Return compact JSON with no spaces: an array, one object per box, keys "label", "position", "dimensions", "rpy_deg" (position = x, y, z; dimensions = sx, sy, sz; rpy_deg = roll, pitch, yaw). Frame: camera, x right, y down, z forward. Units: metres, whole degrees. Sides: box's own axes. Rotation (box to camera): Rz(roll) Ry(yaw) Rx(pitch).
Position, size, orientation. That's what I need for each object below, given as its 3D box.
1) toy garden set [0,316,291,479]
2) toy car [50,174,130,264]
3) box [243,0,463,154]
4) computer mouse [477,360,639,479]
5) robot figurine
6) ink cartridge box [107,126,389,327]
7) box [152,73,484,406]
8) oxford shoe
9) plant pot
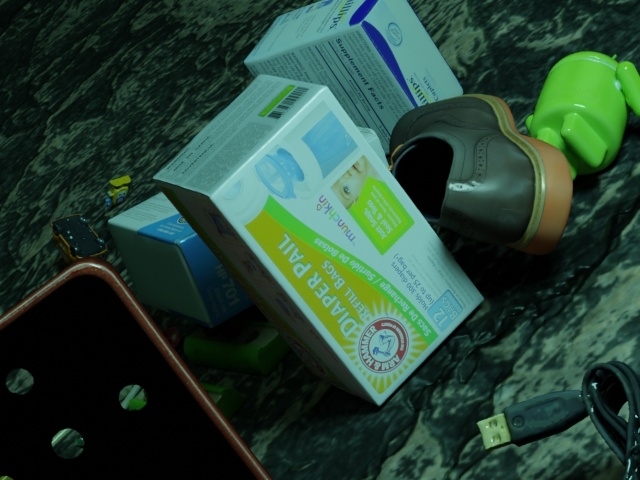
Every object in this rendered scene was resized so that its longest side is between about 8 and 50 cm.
[{"label":"toy garden set","position":[-0.160,0.136,1.460],"dimensions":[0.244,0.049,0.204],"rpy_deg":[-48,27,-24]},{"label":"toy car","position":[-0.210,-0.011,1.823],"dimensions":[0.122,0.060,0.040],"rpy_deg":[-38,-26,-44]},{"label":"box","position":[0.029,-0.139,1.602],"dimensions":[0.137,0.126,0.072],"rpy_deg":[-13,32,41]},{"label":"computer mouse","position":[0.076,0.150,1.021],"dimensions":[0.262,0.060,0.184],"rpy_deg":[-29,26,15]},{"label":"robot figurine","position":[0.191,-0.093,1.380],"dimensions":[0.101,0.067,0.115],"rpy_deg":[-33,22,37]},{"label":"ink cartridge box","position":[-0.051,-0.017,1.497],"dimensions":[0.190,0.082,0.139],"rpy_deg":[-28,20,-23]},{"label":"box","position":[0.000,0.000,1.304],"dimensions":[0.114,0.203,0.103],"rpy_deg":[-45,25,-13]},{"label":"oxford shoe","position":[0.089,-0.060,1.372],"dimensions":[0.271,0.098,0.097],"rpy_deg":[-146,65,-70]},{"label":"plant pot","position":[-0.165,0.165,1.200],"dimensions":[0.267,0.267,0.236],"rpy_deg":[-35,12,4]}]
